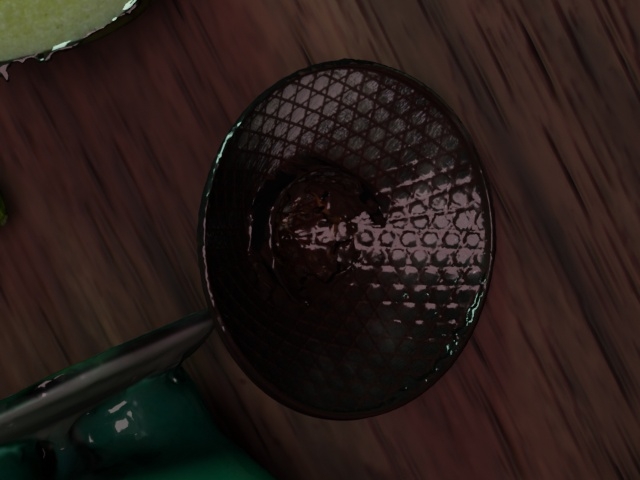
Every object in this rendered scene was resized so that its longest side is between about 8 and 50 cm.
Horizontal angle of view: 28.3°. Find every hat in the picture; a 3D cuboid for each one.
[{"bbox_3d":[0.000,0.000,0.705,0.193,0.082,0.193,0,90,-34],"label":"hat"}]

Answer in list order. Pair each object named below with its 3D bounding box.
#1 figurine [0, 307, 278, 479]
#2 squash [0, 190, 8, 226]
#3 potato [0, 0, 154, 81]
[{"bbox_3d":[-0.075,0.228,0.654,0.324,0.231,0.340,-25,88,-25],"label":"figurine"},{"bbox_3d":[-0.290,-0.082,0.730,0.258,0.069,0.069,40,99,1],"label":"squash"},{"bbox_3d":[-0.180,-0.163,0.705,0.200,0.081,0.164,-5,88,4],"label":"potato"}]
